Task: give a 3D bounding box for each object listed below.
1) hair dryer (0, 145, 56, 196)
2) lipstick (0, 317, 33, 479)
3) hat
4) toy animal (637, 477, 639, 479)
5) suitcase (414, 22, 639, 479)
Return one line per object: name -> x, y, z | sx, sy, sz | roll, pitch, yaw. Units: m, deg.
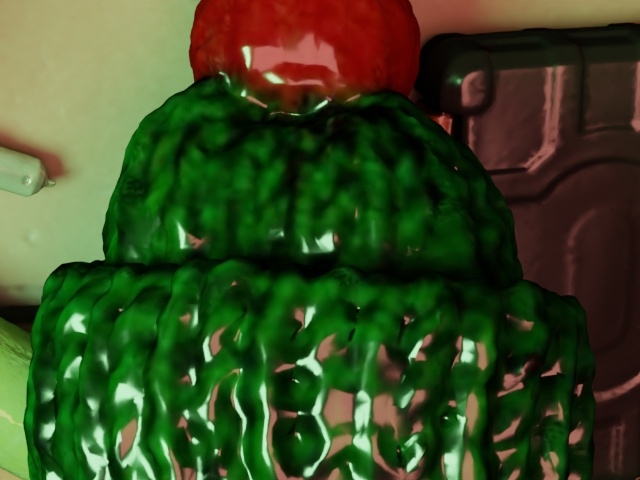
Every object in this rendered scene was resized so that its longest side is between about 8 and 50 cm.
hair dryer -> -0.201, -0.056, 0.738 | 0.137, 0.047, 0.082 | 19, 103, -26
lipstick -> -0.199, 0.067, 0.765 | 0.304, 0.076, 0.076 | 34, 98, -22
hat -> 0.000, 0.000, 0.697 | 0.274, 0.242, 0.332 | 4, 83, -10
toy animal -> 0.174, 0.262, 0.917 | 0.066, 0.224, 0.229 | 19, 84, -64
suitcase -> 0.155, 0.014, 0.846 | 0.206, 0.066, 0.285 | -5, 110, -13
